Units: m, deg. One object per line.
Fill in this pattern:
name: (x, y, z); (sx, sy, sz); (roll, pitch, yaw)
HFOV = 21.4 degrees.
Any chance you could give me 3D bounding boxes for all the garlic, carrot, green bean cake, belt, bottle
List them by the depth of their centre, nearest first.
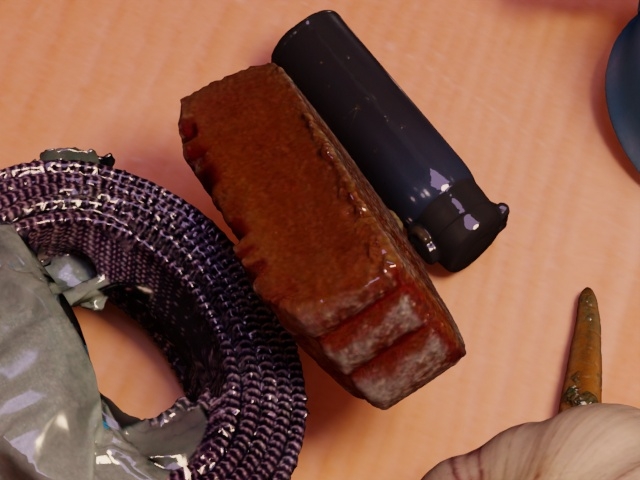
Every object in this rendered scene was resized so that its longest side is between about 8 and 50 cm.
garlic: (0.197, 0.245, 1.127); (0.253, 0.245, 0.245); (34, 42, -37)
belt: (-0.153, 0.090, 1.173); (0.260, 0.122, 0.325); (-19, 64, -34)
green bean cake: (0.000, 0.000, 1.207); (0.097, 0.198, 0.232); (-35, 35, 7)
carrot: (0.200, 0.131, 1.288); (0.049, 0.049, 0.254); (14, 48, -5)
bottle: (0.053, -0.080, 1.379); (0.082, 0.072, 0.244); (-32, 67, -19)

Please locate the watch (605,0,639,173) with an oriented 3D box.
watch: (0.345, -0.162, 1.437); (0.305, 0.241, 0.274); (6, 67, -11)
